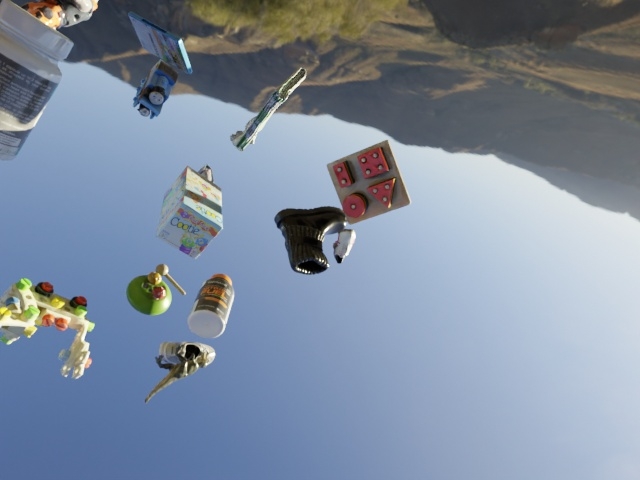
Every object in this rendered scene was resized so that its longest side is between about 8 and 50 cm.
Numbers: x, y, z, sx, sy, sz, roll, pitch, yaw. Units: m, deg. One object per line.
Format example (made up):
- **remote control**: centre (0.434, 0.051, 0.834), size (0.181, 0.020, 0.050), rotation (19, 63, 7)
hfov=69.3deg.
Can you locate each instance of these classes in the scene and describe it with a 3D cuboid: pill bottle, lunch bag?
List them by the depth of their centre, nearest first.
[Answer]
- **pill bottle**: centre (-0.808, -0.407, 1.190), size (0.204, 0.361, 0.204), rotation (33, -175, -3)
- **pill bottle**: centre (-0.384, 0.223, 1.664), size (0.130, 0.130, 0.246), rotation (16, -150, -8)
- **lunch bag**: centre (-0.493, -0.272, 1.955), size (0.071, 0.083, 0.053), rotation (-22, 162, 40)

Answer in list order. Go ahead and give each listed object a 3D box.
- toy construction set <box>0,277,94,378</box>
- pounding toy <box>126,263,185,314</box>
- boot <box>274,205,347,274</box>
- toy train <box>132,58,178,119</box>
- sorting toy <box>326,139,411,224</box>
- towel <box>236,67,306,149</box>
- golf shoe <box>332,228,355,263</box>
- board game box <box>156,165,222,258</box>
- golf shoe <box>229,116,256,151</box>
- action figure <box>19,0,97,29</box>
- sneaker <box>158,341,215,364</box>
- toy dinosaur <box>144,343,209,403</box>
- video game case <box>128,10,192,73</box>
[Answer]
- **toy construction set**: centre (-0.738, 0.228, 1.258), size (0.328, 0.151, 0.215), rotation (57, 178, -41)
- **pounding toy**: centre (-0.656, 0.185, 1.874), size (0.183, 0.110, 0.237), rotation (47, -147, 0)
- **boot**: centre (-0.002, 0.003, 1.835), size (0.348, 0.131, 0.260), rotation (-5, -127, -32)
- **toy train**: centre (-0.464, -0.423, 1.302), size (0.080, 0.105, 0.184), rotation (35, -144, -34)
- **sorting toy**: centre (0.172, -0.209, 1.736), size (0.257, 0.255, 0.089), rotation (-19, -173, 22)
- **towel**: centre (-0.086, -0.232, 0.827), size (0.023, 0.152, 0.113), rotation (41, -135, -11)
- **golf shoe**: centre (0.093, 0.021, 1.758), size (0.067, 0.186, 0.086), rotation (2, -118, -10)
- **board game box**: centre (-0.412, -0.095, 1.476), size (0.144, 0.142, 0.275), rotation (35, -162, -29)
- **golf shoe**: centre (-0.278, -0.431, 1.878), size (0.086, 0.176, 0.069), rotation (56, -168, 16)
- **action figure**: centre (-0.837, -0.706, 1.432), size (0.341, 0.178, 0.330), rotation (21, -121, 40)
- **sneaker**: centre (-0.482, 0.441, 1.763), size (0.115, 0.105, 0.281), rotation (-4, 165, 23)
- **toy dinosaur**: centre (-0.495, 0.431, 1.586), size (0.268, 0.118, 0.064), rotation (-27, -172, -42)
- **video game case**: centre (-0.420, -0.519, 1.222), size (0.166, 0.015, 0.119), rotation (32, 161, 11)
